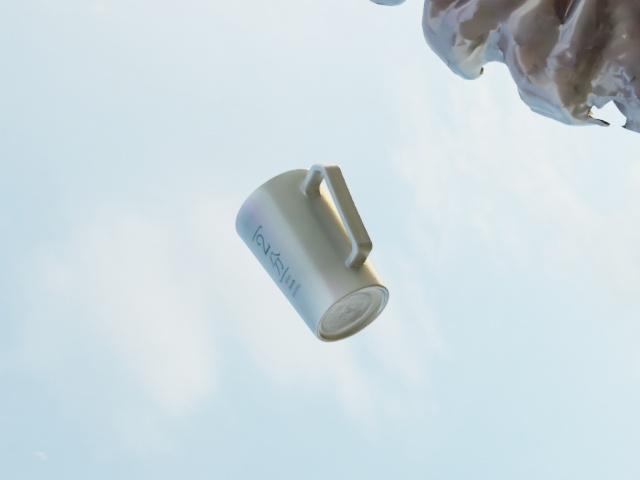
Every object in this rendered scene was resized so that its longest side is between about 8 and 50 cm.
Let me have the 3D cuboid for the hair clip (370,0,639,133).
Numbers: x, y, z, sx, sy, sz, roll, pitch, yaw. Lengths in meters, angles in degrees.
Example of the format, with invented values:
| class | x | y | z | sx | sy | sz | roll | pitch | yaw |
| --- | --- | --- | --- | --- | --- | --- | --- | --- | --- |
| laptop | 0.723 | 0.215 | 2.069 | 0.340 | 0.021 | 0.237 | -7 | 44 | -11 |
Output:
| class | x | y | z | sx | sy | sz | roll | pitch | yaw |
| --- | --- | --- | --- | --- | --- | --- | --- | --- | --- |
| hair clip | 0.143 | -0.146 | 0.333 | 0.300 | 0.173 | 0.069 | -35 | -26 | -13 |

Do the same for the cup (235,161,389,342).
| class | x | y | z | sx | sy | sz | roll | pitch | yaw |
| --- | --- | --- | --- | --- | --- | --- | --- | --- | --- |
| cup | 0.000 | 0.000 | 0.878 | 0.074 | 0.116 | 0.104 | -7 | -41 | -38 |
